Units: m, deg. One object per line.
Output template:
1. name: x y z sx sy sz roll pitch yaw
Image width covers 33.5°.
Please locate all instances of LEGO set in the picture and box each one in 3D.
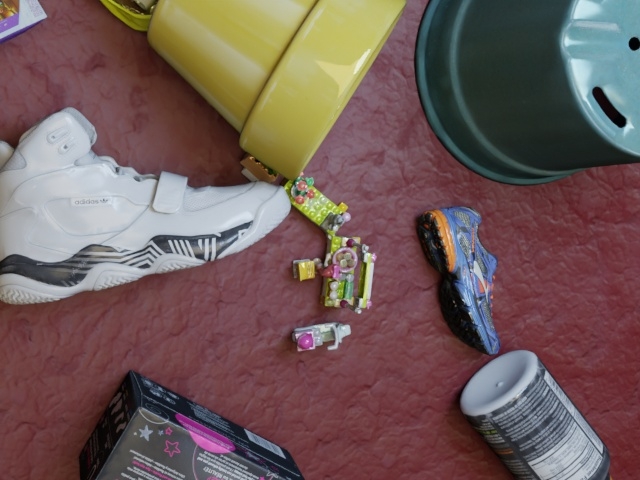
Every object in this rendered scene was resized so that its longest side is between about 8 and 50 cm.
1. LEGO set: 0.000 0.000 1.360 0.132 0.107 0.287 -18 101 -14

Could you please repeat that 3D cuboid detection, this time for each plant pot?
1. plant pot: 0.335 -0.231 1.315 0.341 0.334 0.341 -2 96 -16
2. plant pot: -0.063 -0.237 1.257 0.239 0.254 0.254 32 87 -2

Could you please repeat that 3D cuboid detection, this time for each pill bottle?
1. pill bottle: 0.311 0.280 1.470 0.130 0.130 0.246 -41 105 -8

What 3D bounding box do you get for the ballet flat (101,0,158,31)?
1. ballet flat: -0.270 -0.339 1.261 0.231 0.077 0.077 41 85 -16

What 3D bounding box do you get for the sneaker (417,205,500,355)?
1. sneaker: 0.208 0.053 1.443 0.087 0.083 0.221 -22 104 -18

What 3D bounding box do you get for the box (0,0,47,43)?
1. box: -0.458 -0.332 1.164 0.201 0.057 0.293 -43 109 -47

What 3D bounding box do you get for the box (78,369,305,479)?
1. box: -0.159 0.294 1.318 0.247 0.163 0.142 31 91 -17

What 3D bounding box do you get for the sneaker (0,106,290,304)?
1. sneaker: -0.227 -0.064 1.263 0.366 0.137 0.210 -15 102 -6
